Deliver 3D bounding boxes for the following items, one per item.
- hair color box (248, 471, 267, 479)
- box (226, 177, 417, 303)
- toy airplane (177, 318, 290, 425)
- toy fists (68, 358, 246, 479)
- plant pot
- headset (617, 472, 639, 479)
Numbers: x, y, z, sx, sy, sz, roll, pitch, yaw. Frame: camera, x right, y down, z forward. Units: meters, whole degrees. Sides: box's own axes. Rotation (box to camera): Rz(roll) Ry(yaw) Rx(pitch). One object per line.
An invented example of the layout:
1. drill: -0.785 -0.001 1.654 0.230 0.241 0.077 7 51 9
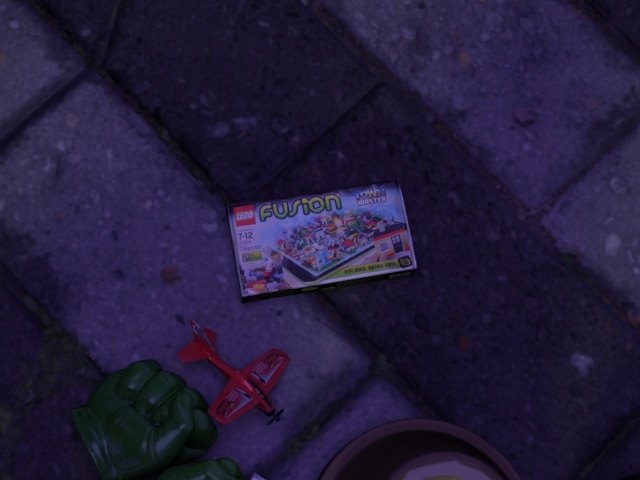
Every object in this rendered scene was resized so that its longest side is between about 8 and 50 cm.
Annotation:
1. hair color box: -0.081 0.335 1.655 0.072 0.043 0.141 32 77 4
2. box: 0.000 0.000 1.749 0.207 0.036 0.114 -10 77 -7
3. toy airplane: -0.100 0.150 1.678 0.151 0.028 0.151 23 44 -24
4. toy fists: -0.159 0.251 1.621 0.142 0.096 0.279 -27 61 -12
5. plant pot: 0.117 0.311 1.583 0.263 0.229 0.263 1 77 -4
6. headset: 0.317 0.433 1.637 0.243 0.185 0.394 47 62 3
